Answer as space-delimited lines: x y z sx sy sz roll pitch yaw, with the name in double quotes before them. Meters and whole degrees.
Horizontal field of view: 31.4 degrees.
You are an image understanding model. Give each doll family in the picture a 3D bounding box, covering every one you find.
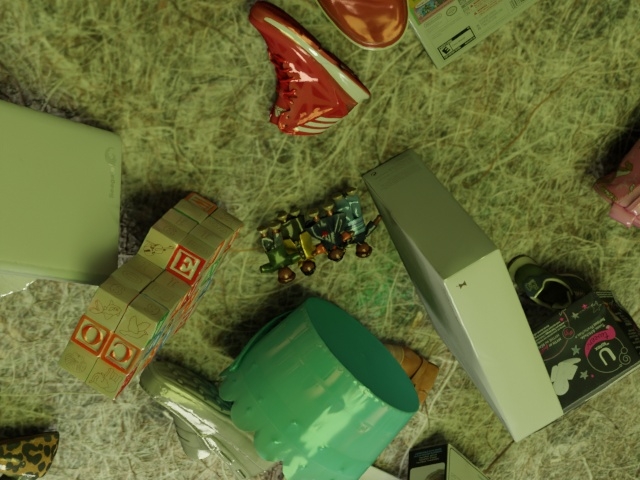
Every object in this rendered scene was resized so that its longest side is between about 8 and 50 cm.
"doll family" 0.000 0.000 1.677 0.193 0.076 0.111 -19 110 5

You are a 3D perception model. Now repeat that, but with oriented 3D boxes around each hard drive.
"hard drive" -0.362 -0.060 1.367 0.040 0.203 0.308 -5 170 33

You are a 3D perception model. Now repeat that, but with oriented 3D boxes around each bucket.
"bucket" 0.004 0.231 1.733 0.183 0.281 0.281 -45 128 13

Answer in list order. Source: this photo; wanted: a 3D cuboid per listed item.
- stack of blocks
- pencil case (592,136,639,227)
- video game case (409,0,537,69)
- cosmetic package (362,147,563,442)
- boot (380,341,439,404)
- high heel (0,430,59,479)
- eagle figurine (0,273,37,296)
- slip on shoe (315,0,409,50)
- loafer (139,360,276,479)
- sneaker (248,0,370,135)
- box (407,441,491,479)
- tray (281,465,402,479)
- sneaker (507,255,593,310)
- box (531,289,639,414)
"stack of blocks" -0.216 0.064 1.503 0.087 0.297 0.171 32 113 2
"pencil case" 0.593 -0.178 1.751 0.167 0.160 0.386 23 114 -34
"video game case" 0.204 -0.363 1.544 0.212 0.023 0.193 -35 130 5
"cosmetic package" 0.215 0.083 1.699 0.097 0.284 0.377 -29 130 -1
"boot" 0.101 0.263 1.920 0.152 0.073 0.197 23 115 -38
"high heel" -0.520 0.285 1.692 0.186 0.093 0.261 -43 119 -18
"eagle figurine" -0.511 -0.015 1.372 0.225 0.298 0.226 -9 96 31
"slip on shoe" 0.027 -0.368 1.406 0.123 0.101 0.331 -22 128 4
"loafer" -0.181 0.296 1.799 0.111 0.112 0.319 -45 129 1
"sneaker" -0.041 -0.212 1.511 0.128 0.087 0.221 -46 127 11
"box" 0.226 0.528 2.018 0.087 0.289 0.169 -18 137 31
"tray" 0.027 0.450 2.020 0.270 0.030 0.145 32 79 -36
"sneaker" 0.401 0.092 1.908 0.192 0.086 0.064 22 113 -33
"box" 0.411 0.206 1.897 0.247 0.142 0.163 -36 163 20
